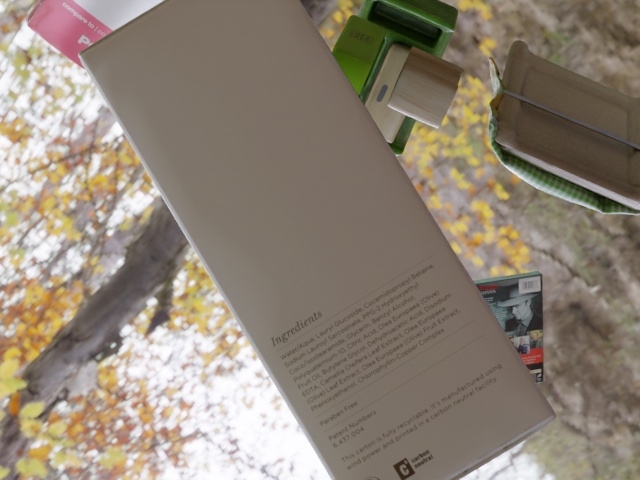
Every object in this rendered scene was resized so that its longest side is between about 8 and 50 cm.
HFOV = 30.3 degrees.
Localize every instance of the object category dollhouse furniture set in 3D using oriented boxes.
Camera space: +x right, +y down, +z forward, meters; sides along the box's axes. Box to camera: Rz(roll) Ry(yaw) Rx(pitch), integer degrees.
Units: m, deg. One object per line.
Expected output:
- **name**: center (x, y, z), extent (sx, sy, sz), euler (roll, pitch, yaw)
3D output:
- **dollhouse furniture set**: center (0.139, -0.085, 1.063), extent (0.301, 0.151, 0.197), euler (23, -145, -1)

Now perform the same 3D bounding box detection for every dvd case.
- **dvd case**: center (0.186, 0.094, 1.203), extent (0.087, 0.013, 0.119), euler (-8, -72, -14)

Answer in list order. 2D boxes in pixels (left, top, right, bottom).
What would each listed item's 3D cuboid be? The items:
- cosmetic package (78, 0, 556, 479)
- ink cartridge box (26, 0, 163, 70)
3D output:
- **cosmetic package**: center (0.000, 0.000, 0.844), extent (0.365, 0.155, 0.197), euler (60, -177, 4)
- **ink cartridge box**: center (-0.132, -0.306, 1.101), extent (0.117, 0.283, 0.207), euler (37, -138, -17)
